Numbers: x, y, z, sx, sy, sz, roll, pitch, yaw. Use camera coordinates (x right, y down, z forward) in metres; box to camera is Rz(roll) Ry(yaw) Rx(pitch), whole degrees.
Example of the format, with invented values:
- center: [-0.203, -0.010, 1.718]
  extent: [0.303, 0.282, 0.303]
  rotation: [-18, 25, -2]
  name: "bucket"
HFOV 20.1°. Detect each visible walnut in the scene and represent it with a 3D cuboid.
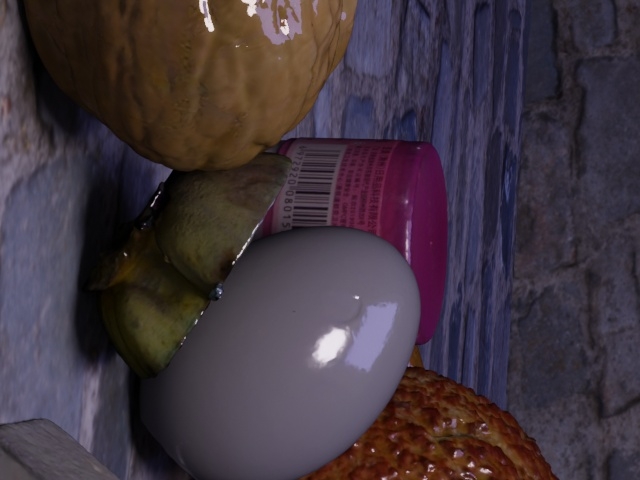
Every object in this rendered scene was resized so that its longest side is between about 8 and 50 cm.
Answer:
- center: [-0.084, -0.156, 1.175]
  extent: [0.228, 0.228, 0.228]
  rotation: [1, 90, -76]
  name: "walnut"

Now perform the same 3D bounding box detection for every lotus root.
- center: [-0.104, 0.003, 1.257]
  extent: [0.183, 0.078, 0.203]
  rotation: [-60, -168, -12]
  name: "lotus root"

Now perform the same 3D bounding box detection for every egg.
- center: [-0.027, 0.085, 1.377]
  extent: [0.232, 0.176, 0.176]
  rotation: [-42, 157, -3]
  name: "egg"

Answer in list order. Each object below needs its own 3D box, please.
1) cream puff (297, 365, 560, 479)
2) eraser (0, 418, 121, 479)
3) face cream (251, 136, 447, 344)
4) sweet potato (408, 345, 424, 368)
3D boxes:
- center: [0.076, 0.228, 1.535]
  extent: [0.228, 0.350, 0.350]
  rotation: [-62, 166, 4]
  name: "cream puff"
- center: [-0.167, 0.293, 1.147]
  extent: [0.111, 0.077, 0.352]
  rotation: [5, 86, -78]
  name: "eraser"
- center: [0.000, 0.000, 1.530]
  extent: [0.175, 0.195, 0.175]
  rotation: [2, 90, -75]
  name: "face cream"
- center: [0.078, 0.210, 1.731]
  extent: [0.095, 0.106, 0.354]
  rotation: [-12, 107, -44]
  name: "sweet potato"
